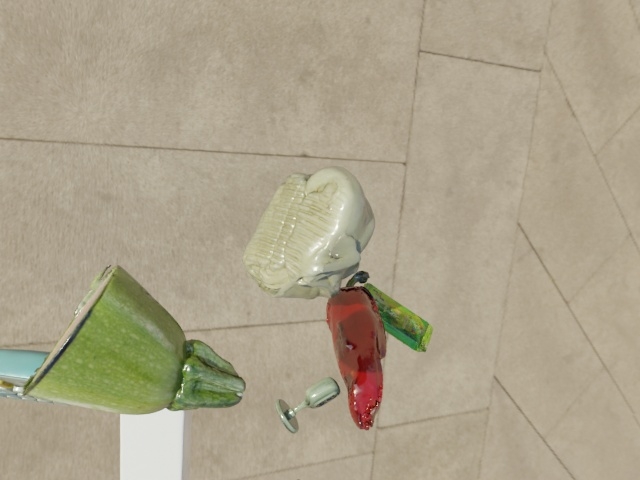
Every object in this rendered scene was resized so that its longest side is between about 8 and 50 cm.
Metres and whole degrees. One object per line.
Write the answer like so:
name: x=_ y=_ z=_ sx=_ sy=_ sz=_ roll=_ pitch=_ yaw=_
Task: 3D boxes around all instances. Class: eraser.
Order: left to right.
eraser: x=-0.216 y=0.317 z=0.688 sx=0.078 sy=0.076 sz=0.298 roll=4 pitch=106 yaw=-6

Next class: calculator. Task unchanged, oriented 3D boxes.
calculator: x=-0.484 y=0.229 z=0.854 sx=0.386 sy=0.256 sz=0.054 roll=-1 pitch=63 yaw=10

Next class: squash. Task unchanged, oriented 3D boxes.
squash: x=-0.125 y=0.093 z=0.385 sx=0.132 sy=0.105 sz=0.105 roll=36 pitch=86 yaw=-21

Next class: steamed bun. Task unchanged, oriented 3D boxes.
steamed bun: x=0.002 y=0.000 z=0.822 sx=0.144 sy=0.211 sz=0.218 roll=25 pitch=84 yaw=-39

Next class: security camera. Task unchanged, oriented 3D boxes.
security camera: x=-0.013 y=0.236 z=0.767 sx=0.092 sy=0.058 sz=0.058 roll=-32 pitch=114 yaw=3

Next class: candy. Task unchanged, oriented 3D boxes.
candy: x=0.154 y=0.160 z=1.100 sx=0.178 sy=0.102 sz=0.032 roll=33 pitch=126 yaw=7

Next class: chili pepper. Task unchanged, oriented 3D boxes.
chili pepper: x=0.067 y=0.179 z=0.956 sx=0.110 sy=0.387 sz=0.110 roll=-2 pitch=120 yaw=-3

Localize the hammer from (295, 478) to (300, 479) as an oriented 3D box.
hammer: x=0.086 y=0.649 z=1.055 sx=0.409 sy=0.242 sz=0.095 roll=43 pitch=103 yaw=13
